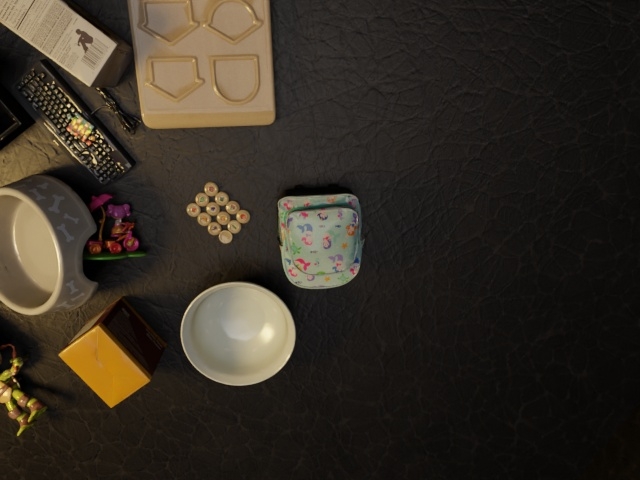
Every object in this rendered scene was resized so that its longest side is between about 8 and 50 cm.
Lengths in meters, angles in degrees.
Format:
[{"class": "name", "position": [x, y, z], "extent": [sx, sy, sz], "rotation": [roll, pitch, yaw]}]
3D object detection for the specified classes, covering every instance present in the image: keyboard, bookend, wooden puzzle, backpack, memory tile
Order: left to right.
[{"class": "bookend", "position": [-0.806, -0.298, 1.195], "extent": [0.156, 0.072, 0.157], "rotation": [-35, 105, 6]}, {"class": "wooden puzzle", "position": [-0.583, -0.274, 1.224], "extent": [0.083, 0.006, 0.049], "rotation": [38, 106, -12]}, {"class": "keyboard", "position": [-0.579, -0.300, 1.235], "extent": [0.201, 0.033, 0.317], "rotation": [-37, 106, 6]}, {"class": "wooden puzzle", "position": [-0.274, -0.448, 1.197], "extent": [0.321, 0.080, 0.348], "rotation": [-3, 111, -3]}, {"class": "memory tile", "position": [-0.270, -0.072, 1.334], "extent": [0.148, 0.012, 0.113], "rotation": [41, 99, -15]}, {"class": "backpack", "position": [0.000, 0.000, 1.295], "extent": [0.224, 0.191, 0.254], "rotation": [-3, 111, -5]}]

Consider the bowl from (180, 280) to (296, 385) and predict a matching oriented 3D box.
[{"class": "bowl", "position": [-0.216, 0.228, 1.362], "extent": [0.297, 0.134, 0.298], "rotation": [-1, 107, -4]}]

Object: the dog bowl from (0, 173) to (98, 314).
[{"class": "dog bowl", "position": [-0.691, 0.020, 1.211], "extent": [0.348, 0.102, 0.349], "rotation": [6, 105, 24]}]

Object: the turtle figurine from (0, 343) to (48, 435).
[{"class": "turtle figurine", "position": [-0.872, 0.430, 1.390], "extent": [0.217, 0.087, 0.269], "rotation": [44, 95, 3]}]

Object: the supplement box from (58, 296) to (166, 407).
[{"class": "supplement box", "position": [-0.534, 0.286, 1.321], "extent": [0.129, 0.194, 0.191], "rotation": [-35, 106, 6]}]

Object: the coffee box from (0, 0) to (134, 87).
[{"class": "coffee box", "position": [-0.582, -0.478, 1.112], "extent": [0.297, 0.168, 0.119], "rotation": [36, 100, -12]}]

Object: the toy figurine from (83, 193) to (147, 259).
[{"class": "toy figurine", "position": [-0.531, -0.039, 1.283], "extent": [0.173, 0.130, 0.160], "rotation": [-1, 97, -27]}]
